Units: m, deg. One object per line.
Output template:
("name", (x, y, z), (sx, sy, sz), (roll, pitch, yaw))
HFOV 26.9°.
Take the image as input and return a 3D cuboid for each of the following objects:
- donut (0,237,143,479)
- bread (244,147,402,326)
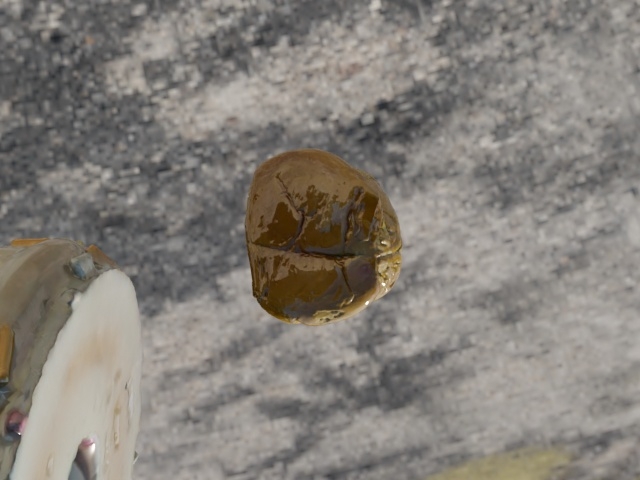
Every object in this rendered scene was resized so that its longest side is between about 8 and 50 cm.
("donut", (-0.232, 0.176, 0.931), (0.142, 0.383, 0.383), (9, 158, 6))
("bread", (0.000, 0.000, 0.623), (0.046, 0.081, 0.083), (-10, 127, -58))
